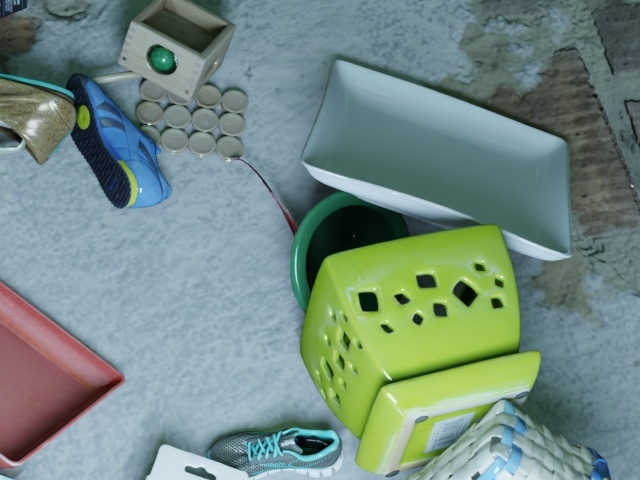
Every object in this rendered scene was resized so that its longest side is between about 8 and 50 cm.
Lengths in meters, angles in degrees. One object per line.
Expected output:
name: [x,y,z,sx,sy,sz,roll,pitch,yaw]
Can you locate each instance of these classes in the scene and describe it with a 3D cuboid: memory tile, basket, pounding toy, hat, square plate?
memory tile: [-0.172,-0.160,1.942,0.148,0.012,0.113,7,62,-8]
basket: [0.237,0.344,1.624,0.289,0.255,0.201,36,26,-12]
pounding toy: [-0.208,-0.247,1.933,0.130,0.100,0.141,28,39,3]
hat: [0.000,0.000,1.894,0.173,0.183,0.208,-6,102,-27]
square plate: [0.155,-0.101,1.887,0.347,0.049,0.344,19,30,-2]

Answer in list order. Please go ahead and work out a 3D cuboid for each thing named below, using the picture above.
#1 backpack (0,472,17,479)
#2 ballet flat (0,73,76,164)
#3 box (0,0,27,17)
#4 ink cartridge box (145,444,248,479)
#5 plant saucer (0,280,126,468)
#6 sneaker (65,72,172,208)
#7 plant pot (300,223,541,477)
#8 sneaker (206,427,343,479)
backpack: [-0.376,0.316,1.571,0.188,0.166,0.144,25,69,-2]
ballet flat: [-0.482,-0.177,1.845,0.342,0.116,0.124,18,81,-7]
box: [-0.510,-0.420,1.914,0.143,0.165,0.270,-29,73,-23]
ink cartridge box: [-0.164,0.344,1.658,0.115,0.067,0.198,20,63,-2]
plant saucer: [-0.386,0.142,1.661,0.259,0.048,0.258,37,25,7]
sneaker: [-0.261,-0.128,1.884,0.082,0.069,0.209,-12,61,-41]
plant pot: [0.121,0.139,1.718,0.227,0.228,0.207,-12,60,-17]
sneaker: [-0.050,0.244,1.728,0.166,0.076,0.065,-3,64,-13]
